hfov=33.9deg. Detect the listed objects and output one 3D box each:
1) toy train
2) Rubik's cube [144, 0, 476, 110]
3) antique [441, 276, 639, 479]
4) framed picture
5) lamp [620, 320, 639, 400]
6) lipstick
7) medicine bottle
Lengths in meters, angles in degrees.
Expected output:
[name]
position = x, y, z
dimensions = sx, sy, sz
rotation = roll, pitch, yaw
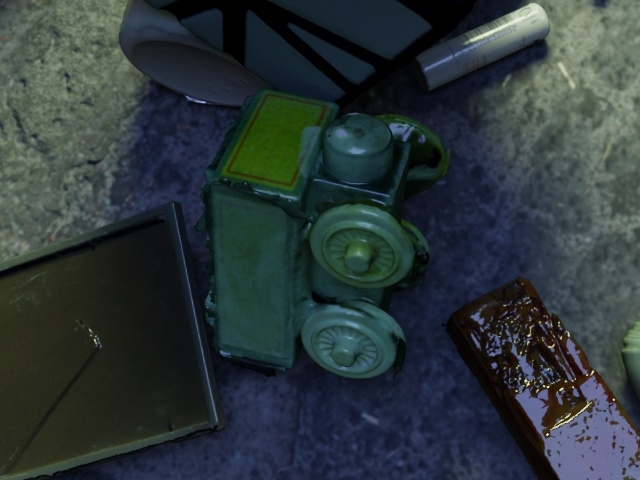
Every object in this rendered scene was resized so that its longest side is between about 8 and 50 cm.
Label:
[toy train]
position = 0.000, 0.000, 0.901
dimensions = 0.188, 0.272, 0.159
rotation = 12, 47, 10
[Rubik's cube]
position = -0.001, -0.306, 0.818
dimensions = 0.293, 0.288, 0.283
rotation = 30, 74, -12
[antique]
position = 0.225, 0.177, 0.927
dimensions = 0.087, 0.093, 0.310
rotation = -29, 75, -5
[framed picture]
position = -0.237, 0.105, 0.962
dimensions = 0.289, 0.016, 0.213
rotation = -18, 75, 17
[lamp]
position = 0.328, 0.147, 0.930
dimensions = 0.106, 0.106, 0.193
rotation = -7, 83, 1
[lipstick]
position = 0.162, -0.196, 1.057
dimensions = 0.141, 0.040, 0.040
rotation = -25, 75, -4
[medicine bottle]
position = -0.079, -0.292, 1.028
dimensions = 0.170, 0.170, 0.293
rotation = 13, 77, 6
